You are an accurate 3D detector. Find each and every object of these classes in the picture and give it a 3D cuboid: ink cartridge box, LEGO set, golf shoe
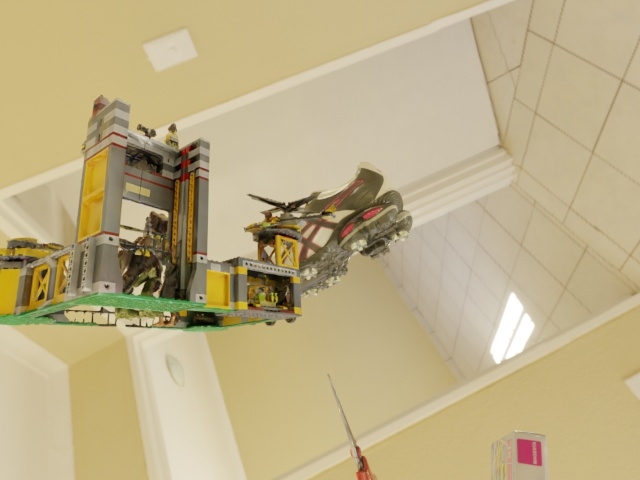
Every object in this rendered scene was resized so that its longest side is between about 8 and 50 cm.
[{"bbox_3d":[0.367,0.477,0.811,0.311,0.065,0.185,64,-147,-57],"label":"ink cartridge box"},{"bbox_3d":[-0.166,-0.009,0.472,0.255,0.331,0.192,-19,67,42],"label":"LEGO set"},{"bbox_3d":[0.000,0.000,0.633,0.105,0.273,0.120,26,-143,-55],"label":"golf shoe"}]

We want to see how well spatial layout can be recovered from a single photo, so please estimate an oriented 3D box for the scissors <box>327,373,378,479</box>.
[{"bbox_3d":[0.056,0.321,0.634,0.109,0.021,0.297,-24,-83,-78],"label":"scissors"}]
